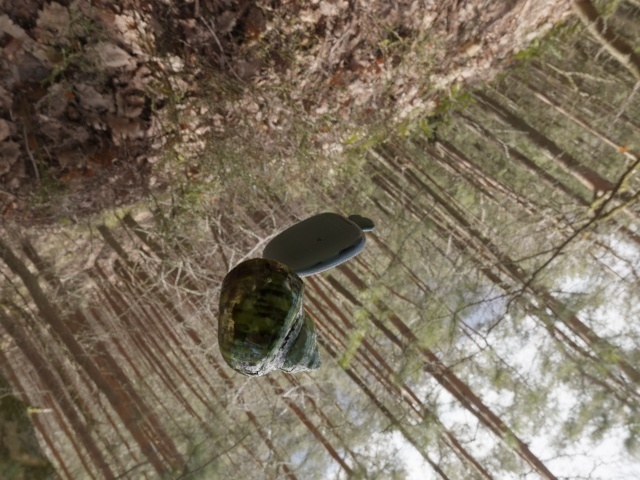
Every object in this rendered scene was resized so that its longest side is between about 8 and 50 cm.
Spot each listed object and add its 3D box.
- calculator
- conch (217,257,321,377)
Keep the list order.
[{"bbox_3d":[0.000,0.000,1.046,0.299,0.185,0.041,-26,130,-23],"label":"calculator"},{"bbox_3d":[-0.074,0.136,0.674,0.181,0.124,0.187,20,120,-32],"label":"conch"}]
